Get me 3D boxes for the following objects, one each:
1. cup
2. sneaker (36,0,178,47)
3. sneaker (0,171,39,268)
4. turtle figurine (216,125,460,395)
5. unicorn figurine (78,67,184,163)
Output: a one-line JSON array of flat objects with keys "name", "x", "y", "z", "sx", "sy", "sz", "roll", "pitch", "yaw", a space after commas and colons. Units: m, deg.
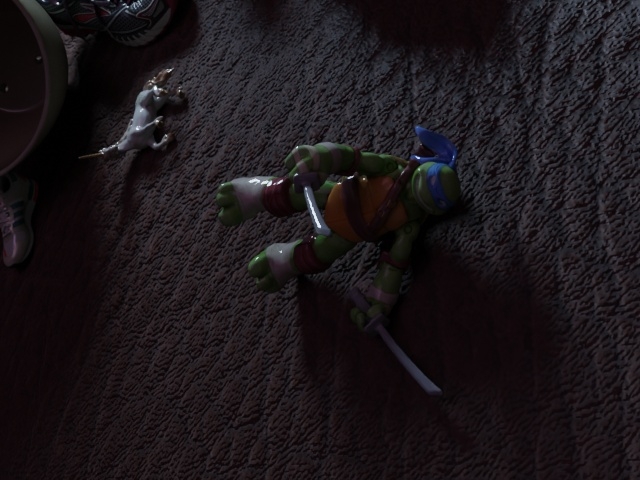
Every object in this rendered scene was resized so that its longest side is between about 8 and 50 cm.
[{"name": "cup", "x": -0.523, "y": -0.265, "z": 1.762, "sx": 0.331, "sy": 0.331, "sz": 0.237, "roll": -42, "pitch": 3, "yaw": 17}, {"name": "sneaker", "x": -0.339, "y": -0.371, "z": 1.762, "sx": 0.299, "sy": 0.112, "sz": 0.120, "roll": 5, "pitch": 73, "yaw": 35}, {"name": "sneaker", "x": -0.476, "y": -0.035, "z": 1.736, "sx": 0.057, "sy": 0.075, "sz": 0.161, "roll": -23, "pitch": 52, "yaw": 33}, {"name": "turtle figurine", "x": 0.000, "y": 0.000, "z": 1.174, "sx": 0.266, "sy": 0.198, "sz": 0.274, "roll": -9, "pitch": 57, "yaw": 45}, {"name": "unicorn figurine", "x": -0.252, "y": -0.165, "z": 1.621, "sx": 0.111, "sy": 0.060, "sz": 0.162, "roll": -9, "pitch": 45, "yaw": 41}]
